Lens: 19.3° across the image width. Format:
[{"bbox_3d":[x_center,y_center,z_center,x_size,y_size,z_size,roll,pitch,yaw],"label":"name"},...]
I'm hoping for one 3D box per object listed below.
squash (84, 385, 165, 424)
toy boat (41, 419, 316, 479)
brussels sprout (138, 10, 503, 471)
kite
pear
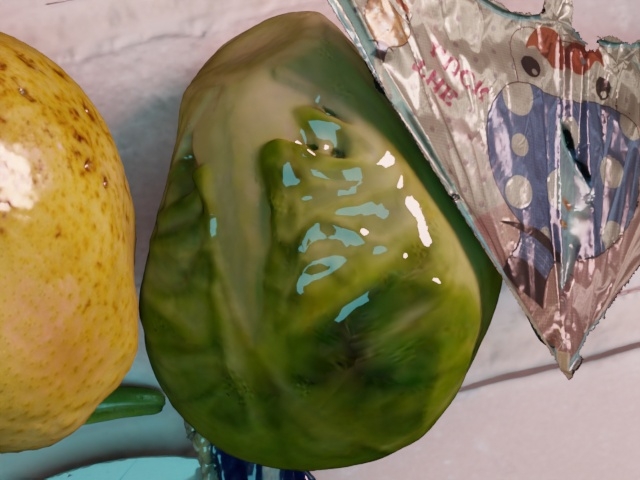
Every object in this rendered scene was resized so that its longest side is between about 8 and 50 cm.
[{"bbox_3d":[-0.148,0.110,1.262,0.089,0.027,0.027,-7,108,-8],"label":"squash"},{"bbox_3d":[-0.128,0.235,1.284,0.291,0.070,0.210,-24,104,3],"label":"toy boat"},{"bbox_3d":[0.000,0.000,1.157,0.219,0.210,0.271,-10,104,20],"label":"brussels sprout"},{"bbox_3d":[0.147,-0.096,1.157,0.406,0.014,0.368,11,73,-36],"label":"kite"},{"bbox_3d":[-0.226,0.006,1.100,0.271,0.271,0.271,-2,107,-8],"label":"pear"}]
